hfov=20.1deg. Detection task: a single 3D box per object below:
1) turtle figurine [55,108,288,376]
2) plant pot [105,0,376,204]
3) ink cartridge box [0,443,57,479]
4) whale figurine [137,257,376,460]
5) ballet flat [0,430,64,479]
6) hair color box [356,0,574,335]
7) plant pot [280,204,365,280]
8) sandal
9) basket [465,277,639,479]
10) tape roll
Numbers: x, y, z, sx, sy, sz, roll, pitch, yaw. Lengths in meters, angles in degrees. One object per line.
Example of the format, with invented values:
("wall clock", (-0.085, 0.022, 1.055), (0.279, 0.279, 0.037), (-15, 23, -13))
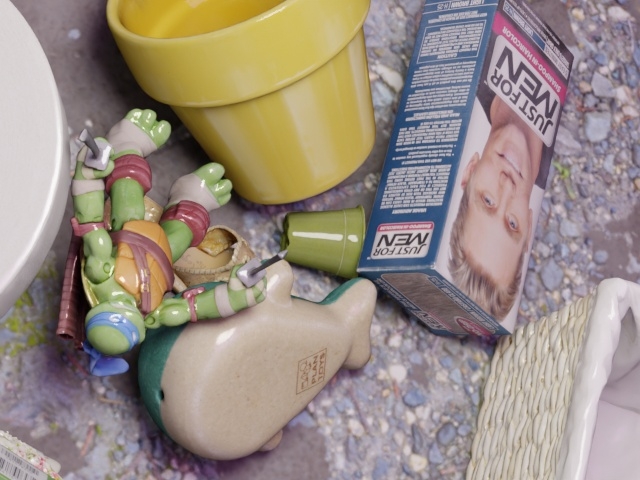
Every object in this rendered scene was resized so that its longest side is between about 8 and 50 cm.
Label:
("turtle figurine", (-0.132, -0.027, 1.666), (0.197, 0.275, 0.266), (11, 34, -5))
("plant pot", (-0.056, -0.176, 1.812), (0.254, 0.254, 0.239), (-43, 130, -28))
("ink cartridge box", (-0.322, 0.293, 1.649), (0.109, 0.062, 0.209), (35, 106, -12))
("whale figurine", (-0.065, 0.106, 1.806), (0.272, 0.141, 0.216), (-21, 125, -39))
("ballet flat", (-0.257, 0.256, 1.716), (0.241, 0.091, 0.077), (49, 32, -10))
("hair color box", (0.162, -0.088, 1.939), (0.174, 0.105, 0.347), (38, 60, -45))
("plant pot", (0.000, 0.000, 1.900), (0.079, 0.083, 0.083), (6, 73, -11))
("sandal", (-0.113, 0.020, 1.836), (0.240, 0.079, 0.088), (32, 65, -14))
("basket", (0.342, 0.262, 1.871), (0.328, 0.266, 0.331), (21, 67, -18))
("tape roll", (-0.406, -0.070, 1.510), (0.392, 0.072, 0.392), (0, 77, -1))
